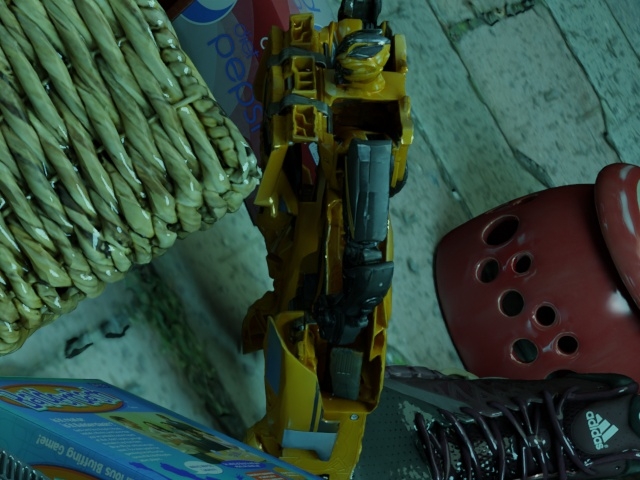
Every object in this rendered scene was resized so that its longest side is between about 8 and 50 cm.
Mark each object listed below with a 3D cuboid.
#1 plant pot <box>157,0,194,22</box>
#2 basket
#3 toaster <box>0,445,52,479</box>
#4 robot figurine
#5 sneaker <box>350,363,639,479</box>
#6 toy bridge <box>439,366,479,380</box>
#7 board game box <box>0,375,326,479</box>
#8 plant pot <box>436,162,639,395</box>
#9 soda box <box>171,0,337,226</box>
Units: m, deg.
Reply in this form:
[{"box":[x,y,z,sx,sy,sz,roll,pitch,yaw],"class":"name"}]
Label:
[{"box":[-0.079,-0.311,1.195,0.267,0.267,0.236,51,33,-3],"class":"plant pot"},{"box":[-0.204,-0.095,1.027,0.299,0.223,0.213,58,-6,-7],"class":"basket"},{"box":[-0.187,0.146,0.762,0.227,0.146,0.129,39,33,-39],"class":"toaster"},{"box":[0.000,0.000,1.113,0.211,0.085,0.291,-93,-174,-47],"class":"robot figurine"},{"box":[0.124,0.122,1.280,0.281,0.163,0.106,-6,87,-54],"class":"sneaker"},{"box":[0.110,0.128,1.437,0.188,0.026,0.063,25,43,-48],"class":"toy bridge"},{"box":[-0.071,0.122,0.938,0.160,0.210,0.047,11,100,-64],"class":"board game box"},{"box":[0.211,0.039,1.541,0.191,0.174,0.191,41,31,-32],"class":"plant pot"},{"box":[-0.042,-0.143,1.367,0.092,0.083,0.263,-5,70,-61],"class":"soda box"}]
